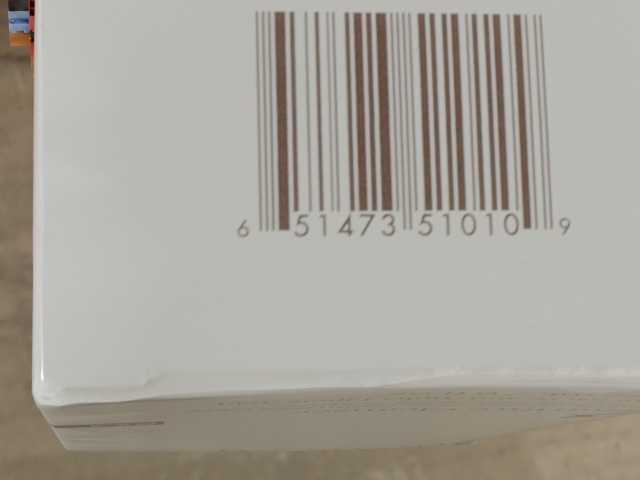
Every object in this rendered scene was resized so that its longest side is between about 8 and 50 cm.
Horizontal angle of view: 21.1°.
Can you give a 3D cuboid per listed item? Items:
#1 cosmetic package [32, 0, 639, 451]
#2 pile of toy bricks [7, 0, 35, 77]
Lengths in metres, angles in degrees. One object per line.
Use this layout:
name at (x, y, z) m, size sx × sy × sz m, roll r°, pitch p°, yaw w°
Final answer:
cosmetic package at (0.000, 0.000, 0.662) m, size 0.217 × 0.156 × 0.385 m, roll 0°, pitch 170°, yaw -5°
pile of toy bricks at (-0.162, -0.144, 1.228) m, size 0.118 × 0.105 × 0.212 m, roll -2°, pitch -152°, yaw -8°
